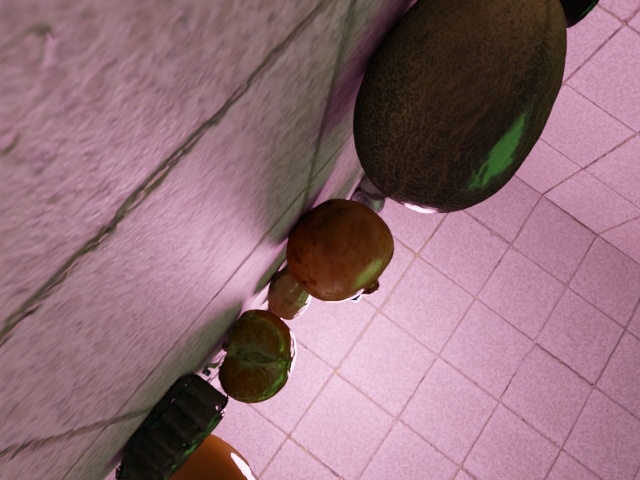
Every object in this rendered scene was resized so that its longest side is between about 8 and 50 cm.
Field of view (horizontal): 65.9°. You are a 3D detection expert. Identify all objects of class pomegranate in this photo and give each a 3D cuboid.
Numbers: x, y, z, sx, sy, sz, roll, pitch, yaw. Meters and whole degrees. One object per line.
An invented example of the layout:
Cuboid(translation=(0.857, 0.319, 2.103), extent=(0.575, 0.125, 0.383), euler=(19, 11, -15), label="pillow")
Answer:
Cuboid(translation=(0.047, 0.025, 1.101), extent=(0.248, 0.248, 0.248), euler=(-53, 176, -5), label="pomegranate")

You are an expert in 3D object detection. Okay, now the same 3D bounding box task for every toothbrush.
Cuboid(translation=(-0.340, 0.444, 1.783), extent=(0.288, 0.024, 0.026), euler=(-43, 155, -63), label="toothbrush")
Cuboid(translation=(-0.306, 0.357, 1.439), extent=(0.022, 0.026, 0.263), euler=(-53, 179, -2), label="toothbrush")

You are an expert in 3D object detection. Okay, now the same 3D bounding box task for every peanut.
Cuboid(translation=(-0.055, 0.094, 1.358), extent=(0.136, 0.120, 0.298), euler=(-1, 127, -59), label="peanut")

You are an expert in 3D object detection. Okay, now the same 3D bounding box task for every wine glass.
Cuboid(translation=(0.182, -0.158, 1.799), extent=(0.126, 0.126, 0.241), euler=(-52, 174, -17), label="wine glass")

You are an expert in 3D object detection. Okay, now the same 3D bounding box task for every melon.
Cuboid(translation=(0.180, -0.192, 0.664), extent=(0.329, 0.249, 0.248), euler=(-64, 172, 20), label="melon")

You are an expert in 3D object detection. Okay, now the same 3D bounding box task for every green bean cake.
Cuboid(translation=(-0.335, 0.442, 1.137), extent=(0.255, 0.132, 0.241), euler=(-52, 179, -15), label="green bean cake")

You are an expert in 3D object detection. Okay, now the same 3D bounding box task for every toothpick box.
Cuboid(translation=(-0.386, 0.800, 1.493), extent=(0.409, 0.425, 0.408), euler=(-40, 158, -19), label="toothpick box")

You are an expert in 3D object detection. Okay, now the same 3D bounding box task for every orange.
Cuboid(translation=(-0.152, 0.297, 1.274), extent=(0.158, 0.180, 0.237), euler=(17, 85, -60), label="orange")

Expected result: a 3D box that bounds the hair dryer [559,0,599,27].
Cuboid(translation=(0.293, -0.418, 0.768), extent=(0.089, 0.197, 0.251), euler=(-58, -164, 15), label="hair dryer")

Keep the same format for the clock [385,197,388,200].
Cuboid(translation=(0.315, -0.300, 2.149), extent=(0.295, 0.113, 0.322), euler=(-54, 177, 13), label="clock")

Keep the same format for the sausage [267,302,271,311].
Cuboid(translation=(-0.096, 0.144, 1.589), extent=(0.103, 0.076, 0.302), euler=(-40, 168, -37), label="sausage")

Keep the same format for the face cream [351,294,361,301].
Cuboid(translation=(0.086, 0.060, 1.744), extent=(0.225, 0.249, 0.249), euler=(-58, 176, 0), label="face cream")

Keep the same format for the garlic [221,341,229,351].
Cuboid(translation=(-0.202, 0.314, 1.430), extent=(0.218, 0.219, 0.212), euler=(-53, 138, -1), label="garlic")

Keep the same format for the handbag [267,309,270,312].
Cuboid(translation=(-0.124, 0.219, 1.930), extent=(0.256, 0.079, 0.219), euler=(-56, 171, 18), label="handbag")
